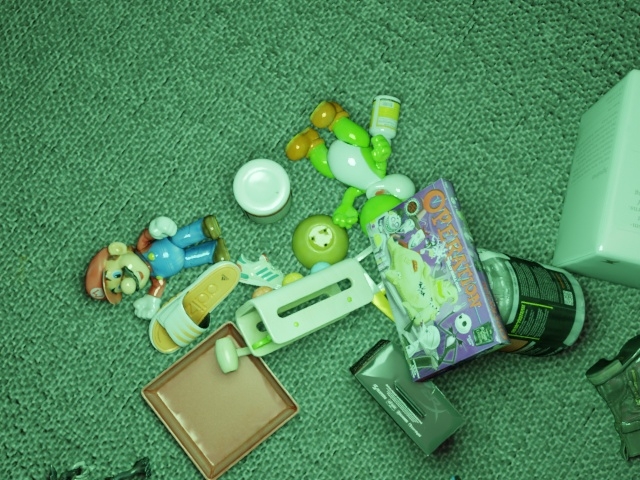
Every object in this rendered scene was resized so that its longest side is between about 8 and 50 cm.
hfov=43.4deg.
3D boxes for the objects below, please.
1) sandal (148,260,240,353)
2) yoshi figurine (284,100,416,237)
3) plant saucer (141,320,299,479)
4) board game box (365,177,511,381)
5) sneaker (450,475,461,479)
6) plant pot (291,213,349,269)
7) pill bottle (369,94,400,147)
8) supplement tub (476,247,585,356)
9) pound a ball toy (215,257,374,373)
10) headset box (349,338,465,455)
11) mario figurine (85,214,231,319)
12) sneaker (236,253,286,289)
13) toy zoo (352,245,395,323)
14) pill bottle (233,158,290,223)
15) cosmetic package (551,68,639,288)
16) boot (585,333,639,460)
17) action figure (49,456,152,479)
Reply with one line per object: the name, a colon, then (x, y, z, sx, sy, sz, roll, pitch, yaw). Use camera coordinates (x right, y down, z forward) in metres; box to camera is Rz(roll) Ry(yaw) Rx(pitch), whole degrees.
sandal: (-0.278, 0.154, 1.777, 0.102, 0.076, 0.265, 39, 99, -27)
yoshi figurine: (0.090, -0.129, 1.775, 0.362, 0.203, 0.203, 44, 77, 4)
plant saucer: (-0.223, 0.357, 1.804, 0.258, 0.048, 0.259, -38, 86, -5)
board game box: (0.219, 0.077, 1.567, 0.208, 0.056, 0.346, -31, 62, 30)
sneaker: (0.344, 0.599, 1.764, 0.078, 0.067, 0.188, -30, 69, -10)
plant pot: (0.000, 0.000, 1.824, 0.134, 0.095, 0.134, 0, 83, 0)
pill bottle: (0.148, -0.274, 1.874, 0.065, 0.065, 0.116, 10, 83, 0)
supplement tub: (0.378, 0.130, 1.689, 0.338, 0.207, 0.207, 13, 82, -36)
pound a ball toy: (-0.075, 0.153, 1.753, 0.319, 0.208, 0.135, -21, 80, -33)
headset box: (0.175, 0.321, 1.690, 0.110, 0.293, 0.218, -42, 86, -5)
mario figurine: (-0.361, 0.064, 1.778, 0.321, 0.170, 0.198, -20, 86, -5)
sneaker: (-0.118, 0.071, 1.833, 0.161, 0.057, 0.075, 11, 89, 3)
toy zoo: (0.204, 0.064, 1.852, 0.293, 0.030, 0.192, -37, 85, -5)
pill bottle: (-0.123, -0.100, 1.771, 0.121, 0.221, 0.121, 0, 83, 0)
cosmetic package: (0.733, -0.104, 1.731, 0.330, 0.327, 0.393, 14, 83, 1)
boot: (0.743, 0.342, 1.809, 0.263, 0.091, 0.228, -31, 90, 0)
action figure: (-0.497, 0.549, 1.733, 0.276, 0.141, 0.163, -13, 85, -6)
